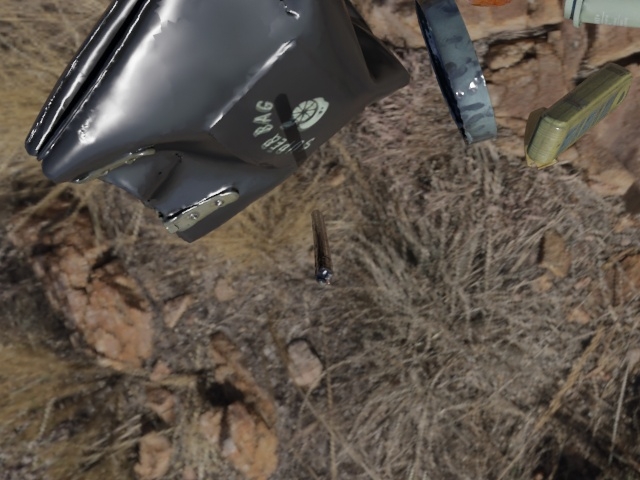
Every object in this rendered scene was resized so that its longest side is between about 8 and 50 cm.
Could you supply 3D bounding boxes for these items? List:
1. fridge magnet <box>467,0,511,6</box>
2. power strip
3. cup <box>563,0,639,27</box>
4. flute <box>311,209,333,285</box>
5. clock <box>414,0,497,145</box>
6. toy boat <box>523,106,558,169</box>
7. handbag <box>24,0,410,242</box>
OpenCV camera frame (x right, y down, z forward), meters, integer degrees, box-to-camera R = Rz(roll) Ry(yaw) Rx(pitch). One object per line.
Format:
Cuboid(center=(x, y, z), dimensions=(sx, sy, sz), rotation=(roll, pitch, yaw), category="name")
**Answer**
Cuboid(center=(0.164, -0.445, 0.987), dimensions=(0.155, 0.363, 0.364), rotation=(-13, 95, 31), category="fridge magnet")
Cuboid(center=(0.487, -0.242, 1.602), dimensions=(0.066, 0.387, 0.092), rotation=(33, 132, 20), category="power strip")
Cuboid(center=(0.491, -0.407, 1.465), dimensions=(0.141, 0.120, 0.120), rotation=(19, 111, 21), category="cup")
Cuboid(center=(0.000, 0.000, 0.683), dimensions=(0.014, 0.269, 0.014), rotation=(0, 100, -2), category="flute")
Cuboid(center=(0.250, -0.327, 1.634), dimensions=(0.061, 0.312, 0.313), rotation=(-20, 91, 7), category="clock")
Cuboid(center=(0.465, -0.213, 1.829), dimensions=(0.057, 0.201, 0.077), rotation=(-22, 118, 32), category="toy boat")
Cuboid(center=(-0.085, -0.131, 0.774), dimensions=(0.288, 0.342, 0.152), rotation=(-45, 66, 7), category="handbag")
